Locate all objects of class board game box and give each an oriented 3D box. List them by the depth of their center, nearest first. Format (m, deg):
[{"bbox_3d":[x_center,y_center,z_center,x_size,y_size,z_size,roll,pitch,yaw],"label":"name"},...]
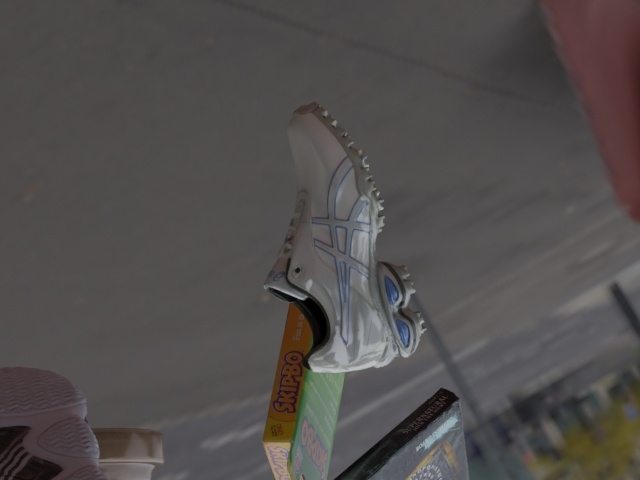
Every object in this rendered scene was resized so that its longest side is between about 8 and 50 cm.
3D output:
[{"bbox_3d":[0.059,0.226,1.515,0.186,0.026,0.126,-36,133,-34],"label":"board game box"},{"bbox_3d":[-0.009,0.128,1.578,0.039,0.259,0.124,-3,138,12],"label":"board game box"}]

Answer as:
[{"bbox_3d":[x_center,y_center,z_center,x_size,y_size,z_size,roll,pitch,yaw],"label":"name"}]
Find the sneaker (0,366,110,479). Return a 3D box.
[{"bbox_3d":[-0.235,0.262,1.383,0.137,0.210,0.366,2,-158,-12],"label":"sneaker"}]

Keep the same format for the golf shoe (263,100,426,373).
[{"bbox_3d":[0.000,0.000,1.118,0.086,0.176,0.069,-18,171,-13],"label":"golf shoe"}]

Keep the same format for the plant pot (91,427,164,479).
[{"bbox_3d":[-0.260,0.244,1.658,0.237,0.109,0.237,-7,169,-1],"label":"plant pot"}]
